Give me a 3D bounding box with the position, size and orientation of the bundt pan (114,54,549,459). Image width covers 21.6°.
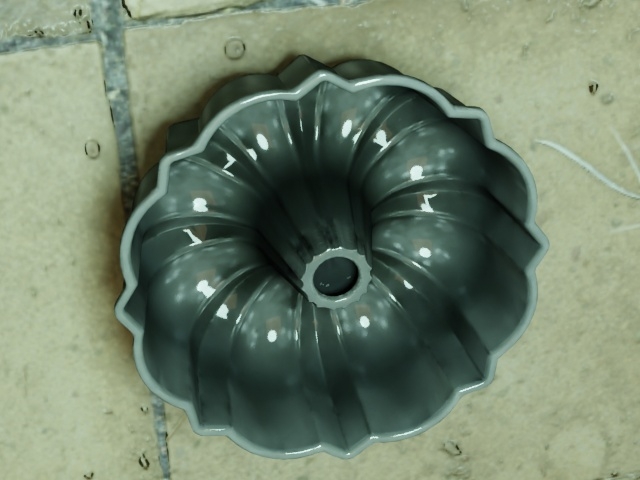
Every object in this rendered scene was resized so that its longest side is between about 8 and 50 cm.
[{"bbox_3d":[0.000,0.000,1.291,0.331,0.124,0.330,-6,119,-10],"label":"bundt pan"}]
